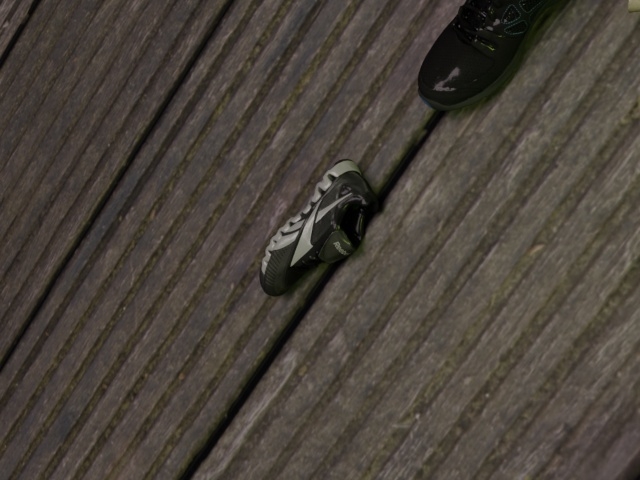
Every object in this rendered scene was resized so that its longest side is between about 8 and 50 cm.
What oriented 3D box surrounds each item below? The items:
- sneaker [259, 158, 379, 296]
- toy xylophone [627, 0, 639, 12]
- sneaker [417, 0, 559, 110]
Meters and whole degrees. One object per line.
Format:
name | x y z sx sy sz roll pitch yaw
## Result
sneaker | 0.000 0.000 1.408 0.234 0.078 0.106 -53 52 10
toy xylophone | 0.478 -0.383 1.140 0.323 0.081 0.236 5 82 25
sneaker | 0.236 -0.322 1.286 0.341 0.140 0.125 -48 55 16
